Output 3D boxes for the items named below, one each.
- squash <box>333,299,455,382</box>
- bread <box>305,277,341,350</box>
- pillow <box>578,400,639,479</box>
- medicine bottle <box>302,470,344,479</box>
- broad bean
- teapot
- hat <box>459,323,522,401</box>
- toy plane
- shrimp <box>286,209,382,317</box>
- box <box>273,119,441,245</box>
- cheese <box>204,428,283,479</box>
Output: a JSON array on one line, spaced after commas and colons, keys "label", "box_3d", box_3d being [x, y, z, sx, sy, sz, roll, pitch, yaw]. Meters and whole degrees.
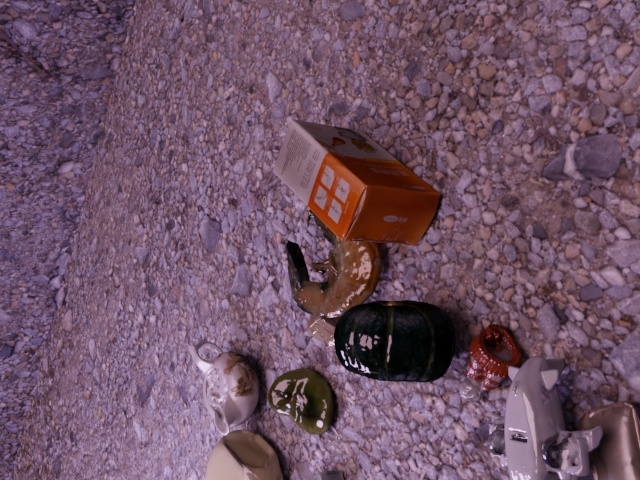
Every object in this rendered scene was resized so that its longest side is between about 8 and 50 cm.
[{"label": "squash", "box_3d": [0.154, 0.209, 1.736, 0.252, 0.252, 0.165, 4, 95, 51]}, {"label": "bread", "box_3d": [0.032, 0.182, 2.073, 0.077, 0.105, 0.152, -40, 25, 42]}, {"label": "pillow", "box_3d": [0.513, 0.397, 1.433, 0.130, 0.038, 0.233, -31, 61, 50]}, {"label": "medicine bottle", "box_3d": [-0.004, 0.594, 2.026, 0.118, 0.074, 0.055, -34, 61, 45]}, {"label": "broad bean", "box_3d": [-0.038, 0.401, 2.109, 0.206, 0.072, 0.153, 11, 97, 40]}, {"label": "teapot", "box_3d": [-0.263, 0.403, 2.325, 0.204, 0.139, 0.298, -60, 45, 31]}, {"label": "hat", "box_3d": [0.327, 0.257, 1.663, 0.112, 0.093, 0.162, -112, 27, -43]}, {"label": "toy plane", "box_3d": [0.396, 0.343, 1.517, 0.267, 0.122, 0.267, -14, 74, 61]}, {"label": "shrimp", "box_3d": [0.000, 0.000, 2.062, 0.272, 0.085, 0.445, -44, 51, 23]}, {"label": "box", "box_3d": [0.076, -0.130, 1.894, 0.341, 0.225, 0.143, 45, 122, 45]}, {"label": "cheese", "box_3d": [-0.203, 0.643, 2.232, 0.266, 0.127, 0.233, 27, 110, 52]}]
